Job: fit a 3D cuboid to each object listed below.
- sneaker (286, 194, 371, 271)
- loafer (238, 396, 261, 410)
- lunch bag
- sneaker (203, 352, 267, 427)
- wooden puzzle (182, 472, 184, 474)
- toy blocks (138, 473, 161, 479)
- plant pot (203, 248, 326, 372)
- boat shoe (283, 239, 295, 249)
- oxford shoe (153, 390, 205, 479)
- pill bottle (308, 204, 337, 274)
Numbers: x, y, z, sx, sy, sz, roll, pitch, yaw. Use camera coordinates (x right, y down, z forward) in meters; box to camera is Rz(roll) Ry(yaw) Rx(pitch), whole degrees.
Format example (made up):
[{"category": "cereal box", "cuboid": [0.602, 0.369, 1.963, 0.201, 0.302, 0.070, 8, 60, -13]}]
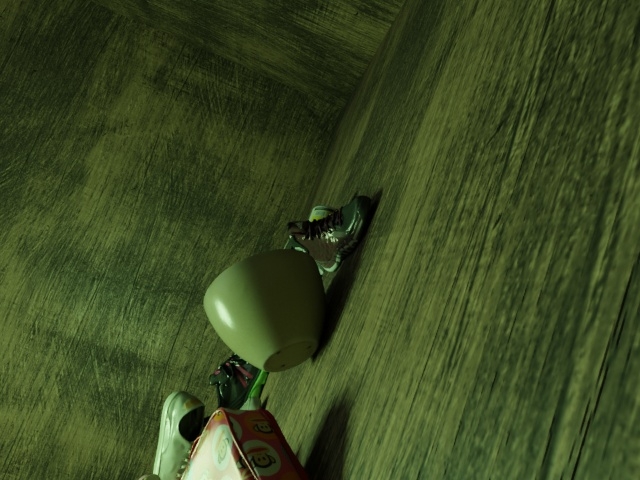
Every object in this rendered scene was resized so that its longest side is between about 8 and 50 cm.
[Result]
[{"category": "sneaker", "cuboid": [0.004, -0.026, 1.110, 0.281, 0.163, 0.106, 119, 169, -51]}, {"category": "loafer", "cuboid": [-0.288, 0.634, 1.556, 0.112, 0.112, 0.319, -83, 19, -60]}, {"category": "lunch bag", "cuboid": [-0.149, 0.418, 0.719, 0.258, 0.120, 0.293, 39, 107, 50]}, {"category": "sneaker", "cuboid": [-0.313, 0.510, 1.771, 0.185, 0.202, 0.482, 127, 163, -63]}, {"category": "wooden puzzle", "cuboid": [-0.409, 0.768, 1.575, 0.116, 0.079, 0.014, -46, 46, 15]}, {"category": "toy blocks", "cuboid": [-0.388, 0.790, 1.177, 0.260, 0.289, 0.308, 128, 160, -50]}, {"category": "plant pot", "cuboid": [-0.101, 0.182, 1.050, 0.191, 0.284, 0.284, 61, 140, 34]}, {"category": "boat shoe", "cuboid": [-0.061, 0.123, 1.422, 0.130, 0.132, 0.355, 146, 138, -61]}, {"category": "oxford shoe", "cuboid": [-0.485, 0.763, 1.625, 0.169, 0.130, 0.449, 7, -94, -63]}, {"category": "pill bottle", "cuboid": [0.000, 0.000, 1.314, 0.103, 0.103, 0.184, 127, 163, -66]}]
